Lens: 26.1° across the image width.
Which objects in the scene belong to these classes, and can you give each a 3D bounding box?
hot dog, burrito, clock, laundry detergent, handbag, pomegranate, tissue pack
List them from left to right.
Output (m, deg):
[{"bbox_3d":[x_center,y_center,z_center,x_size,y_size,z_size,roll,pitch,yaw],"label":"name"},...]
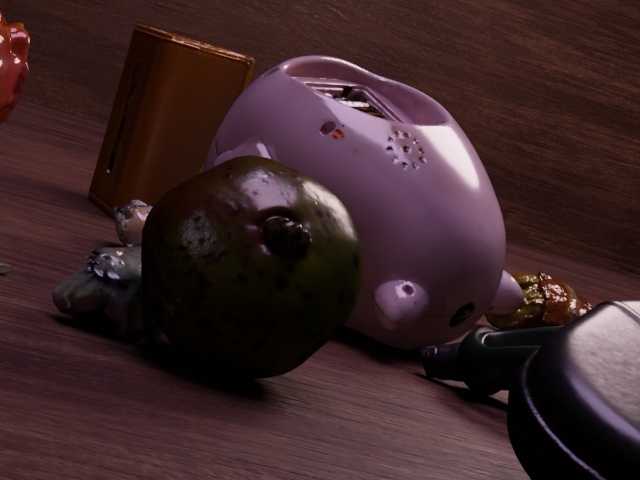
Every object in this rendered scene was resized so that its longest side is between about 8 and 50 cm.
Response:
[{"bbox_3d":[-0.169,0.040,1.350,0.096,0.066,0.309,23,8,10],"label":"burrito"},{"bbox_3d":[-0.223,-0.161,2.017,0.145,0.274,0.194,13,7,-27],"label":"tissue pack"},{"bbox_3d":[-0.063,0.018,1.239,0.198,0.198,0.246,17,9,-4],"label":"pomegranate"},{"bbox_3d":[0.057,-0.047,1.649,0.368,0.250,0.377,-4,40,-49],"label":"clock"},{"bbox_3d":[0.210,0.124,1.447,0.222,0.078,0.144,-1,-7,13],"label":"laundry detergent"},{"bbox_3d":[0.333,0.105,1.984,0.213,0.103,0.146,16,5,-17],"label":"hot dog"},{"bbox_3d":[0.292,0.151,1.131,0.254,0.093,0.308,34,29,24],"label":"handbag"}]

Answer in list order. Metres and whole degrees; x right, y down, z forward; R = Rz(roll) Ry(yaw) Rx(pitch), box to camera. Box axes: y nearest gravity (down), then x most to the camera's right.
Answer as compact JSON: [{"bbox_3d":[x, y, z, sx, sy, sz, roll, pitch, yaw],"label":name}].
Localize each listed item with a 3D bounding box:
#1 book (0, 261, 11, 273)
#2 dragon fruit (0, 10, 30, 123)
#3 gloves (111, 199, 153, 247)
[{"bbox_3d":[-0.415,-0.004,1.302,0.192,0.013,0.168,20,6,22],"label":"book"},{"bbox_3d":[-0.490,-0.207,1.713,0.291,0.290,0.189,23,2,44],"label":"dragon fruit"},{"bbox_3d":[-0.203,-0.010,1.689,0.114,0.070,0.153,10,6,-5],"label":"gloves"}]
